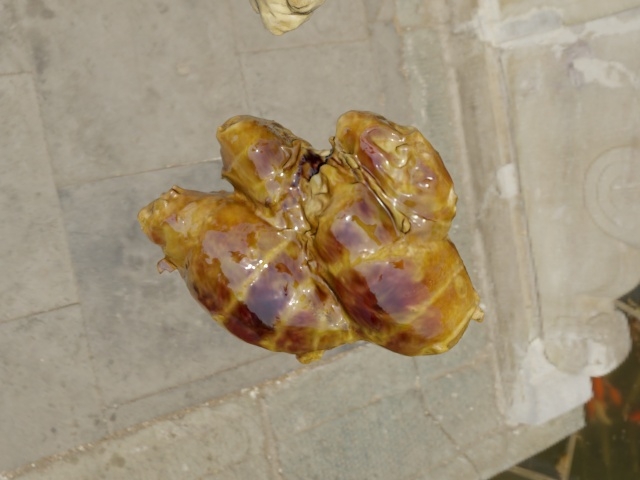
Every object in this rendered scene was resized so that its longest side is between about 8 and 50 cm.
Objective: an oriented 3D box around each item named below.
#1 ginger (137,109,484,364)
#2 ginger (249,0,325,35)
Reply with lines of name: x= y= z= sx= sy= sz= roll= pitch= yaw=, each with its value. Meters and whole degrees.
ginger: x=-0.011 y=0.003 z=0.834 sx=0.152 sy=0.358 sz=0.274 roll=-71 pitch=156 yaw=-53
ginger: x=-0.031 y=-0.204 z=0.367 sx=0.065 sy=0.258 sz=0.149 roll=-20 pitch=69 yaw=-7
